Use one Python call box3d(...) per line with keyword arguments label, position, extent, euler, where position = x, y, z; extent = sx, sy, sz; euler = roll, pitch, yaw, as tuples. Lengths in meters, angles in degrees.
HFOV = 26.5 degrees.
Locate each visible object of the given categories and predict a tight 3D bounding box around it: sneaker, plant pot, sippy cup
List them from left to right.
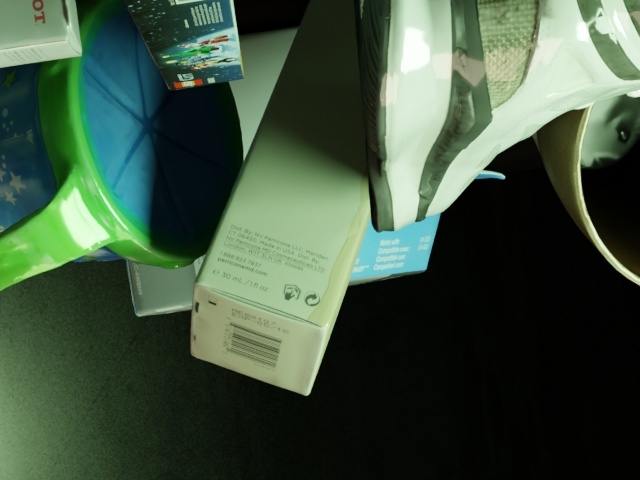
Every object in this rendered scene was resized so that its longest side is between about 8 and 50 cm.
box3d(label="sippy cup", position=(-0.220, -0.078, 1.154), extent=(0.224, 0.240, 0.305), euler=(-12, 177, 29))
box3d(label="sneaker", position=(0.154, -0.103, 0.871), extent=(0.257, 0.169, 0.447), euler=(-5, 175, 2))
box3d(label="plant pot", position=(0.261, -0.088, 1.090), extent=(0.215, 0.215, 0.230), euler=(-8, -165, -10))

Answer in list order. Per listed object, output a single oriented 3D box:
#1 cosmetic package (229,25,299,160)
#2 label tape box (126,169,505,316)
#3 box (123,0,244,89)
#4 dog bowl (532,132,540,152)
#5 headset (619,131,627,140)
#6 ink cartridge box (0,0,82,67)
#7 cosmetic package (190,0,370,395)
box3d(label="cosmetic package", position=(-0.171, -0.111, 1.474), extent=(0.453, 0.161, 0.230), euler=(-8, 177, 1))
box3d(label="label tape box", position=(0.000, 0.000, 1.470), extent=(0.348, 0.115, 0.249), euler=(-9, 177, 30))
box3d(label="box", position=(-0.072, -0.168, 0.629), extent=(0.044, 0.159, 0.233), euler=(-10, 177, -2))
box3d(label="dog bowl", position=(0.422, -0.176, 1.708), extent=(0.349, 0.102, 0.349), euler=(-11, 173, -1))
box3d(label="headset", position=(0.202, -0.162, 1.297), extent=(0.243, 0.185, 0.394), euler=(-10, 165, 39))
box3d(label="ink cartridge box", position=(-0.229, -0.160, 0.838), extent=(0.150, 0.109, 0.063), euler=(-8, 176, -1))
box3d(label="cosmetic package", position=(-0.006, -0.046, 1.147), extent=(0.113, 0.309, 0.160), euler=(20, 154, 3))
